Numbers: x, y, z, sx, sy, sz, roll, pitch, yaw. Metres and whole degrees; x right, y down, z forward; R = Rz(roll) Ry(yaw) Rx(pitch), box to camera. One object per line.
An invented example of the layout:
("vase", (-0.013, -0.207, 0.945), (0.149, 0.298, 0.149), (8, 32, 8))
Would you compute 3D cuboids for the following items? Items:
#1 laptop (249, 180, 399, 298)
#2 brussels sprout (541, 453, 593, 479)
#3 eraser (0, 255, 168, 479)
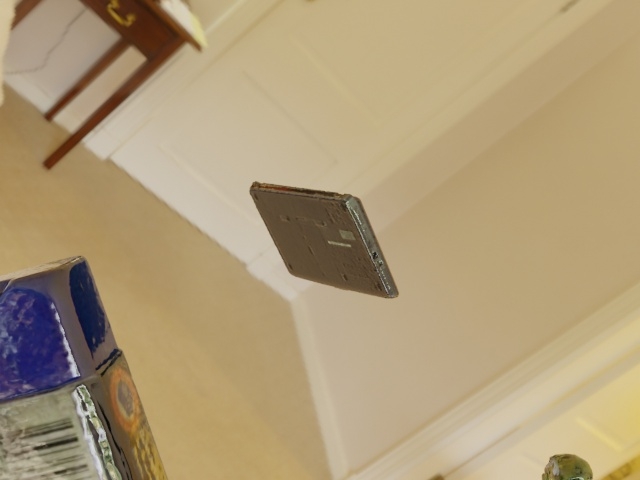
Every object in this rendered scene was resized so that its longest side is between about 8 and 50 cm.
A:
("laptop", (0.000, 0.000, 1.071), (0.207, 0.026, 0.154), (12, -48, 52))
("brussels sprout", (0.235, 0.224, 0.817), (0.083, 0.046, 0.051), (85, -19, -53))
("eraser", (-0.253, 0.192, 0.842), (0.101, 0.155, 0.332), (-61, 135, -77))
